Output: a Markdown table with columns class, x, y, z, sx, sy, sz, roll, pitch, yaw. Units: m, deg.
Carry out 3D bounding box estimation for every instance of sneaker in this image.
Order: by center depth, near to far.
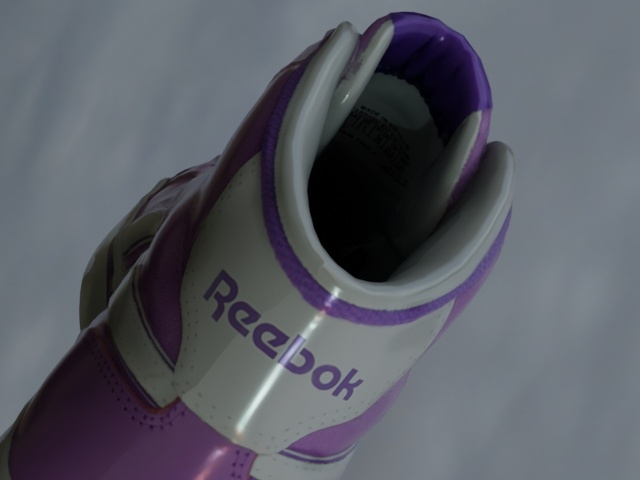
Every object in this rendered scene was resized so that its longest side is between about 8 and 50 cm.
| class | x | y | z | sx | sy | sz | roll | pitch | yaw |
| --- | --- | --- | --- | --- | --- | --- | --- | --- | --- |
| sneaker | 0.001 | 0.001 | 0.500 | 0.161 | 0.102 | 0.282 | -53 | -171 | 17 |
